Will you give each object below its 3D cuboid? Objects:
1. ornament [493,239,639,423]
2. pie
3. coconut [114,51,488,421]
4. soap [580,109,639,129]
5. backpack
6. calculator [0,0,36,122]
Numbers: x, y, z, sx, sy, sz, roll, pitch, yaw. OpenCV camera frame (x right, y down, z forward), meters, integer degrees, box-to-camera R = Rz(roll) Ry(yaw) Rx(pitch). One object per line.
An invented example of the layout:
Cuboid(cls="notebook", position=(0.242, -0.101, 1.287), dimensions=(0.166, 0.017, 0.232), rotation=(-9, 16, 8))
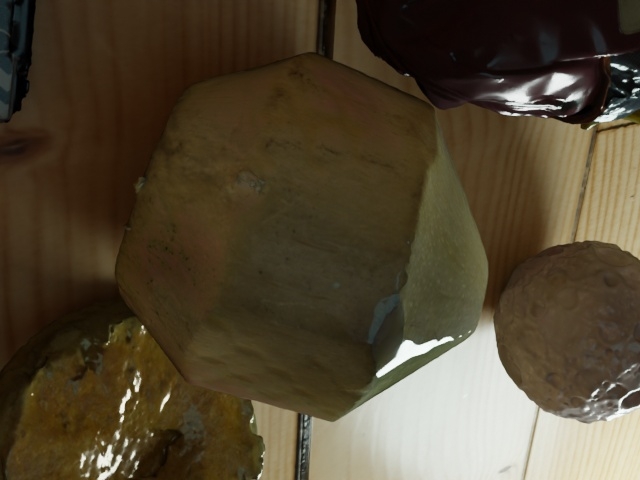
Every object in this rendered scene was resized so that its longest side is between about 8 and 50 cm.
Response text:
Cuboid(cls="ornament", position=(0.366, 0.130, 1.161), dimensions=(0.225, 0.259, 0.260), rotation=(-24, 127, -9))
Cuboid(cls="pie", position=(-0.196, 0.223, 0.823), dimensions=(0.339, 0.083, 0.340), rotation=(2, 87, -41))
Cuboid(cls="coconut", position=(0.000, 0.000, 0.780), dimensions=(0.352, 0.352, 0.353), rotation=(-18, 123, -29))
Cuboid(cls="soap", position=(0.460, -0.312, 1.020), dimensions=(0.335, 0.156, 0.294), rotation=(-34, 132, -38))
Cuboid(cls="backpack", position=(0.187, -0.233, 0.833), dimensions=(0.317, 0.283, 0.197), rotation=(-19, 159, -23))
Cuboid(cls="calculator", position=(-0.294, -0.227, 0.617), dimensions=(0.165, 0.028, 0.274), rotation=(1, 111, -34))
